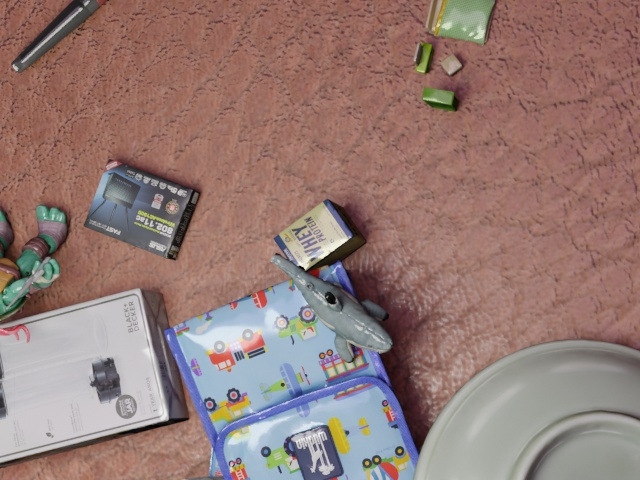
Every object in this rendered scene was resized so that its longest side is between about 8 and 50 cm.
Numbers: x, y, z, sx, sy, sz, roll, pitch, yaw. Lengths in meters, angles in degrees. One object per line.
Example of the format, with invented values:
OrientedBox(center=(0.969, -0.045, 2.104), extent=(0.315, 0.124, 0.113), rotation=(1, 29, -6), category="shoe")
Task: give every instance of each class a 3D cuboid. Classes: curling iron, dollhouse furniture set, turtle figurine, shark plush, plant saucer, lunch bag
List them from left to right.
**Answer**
OrientedBox(center=(-0.392, 0.037, 1.937), extent=(0.175, 0.234, 0.118), rotation=(12, 119, 3), category="turtle figurine")
OrientedBox(center=(-0.295, -0.317, 2.047), extent=(0.068, 0.035, 0.274), rotation=(42, 94, 18), category="curling iron")
OrientedBox(center=(-0.021, 0.202, 1.874), extent=(0.221, 0.138, 0.293), rotation=(-22, 83, 2), category="lunch bag")
OrientedBox(center=(0.018, 0.063, 1.783), extent=(0.073, 0.067, 0.161), rotation=(-38, 88, -4), category="shark plush")
OrientedBox(center=(0.155, -0.234, 1.922), extent=(0.076, 0.058, 0.152), rotation=(13, 87, 13), category="dollhouse furniture set")
OrientedBox(center=(0.299, 0.298, 1.749), extent=(0.400, 0.100, 0.401), rotation=(1, 76, -5), category="plant saucer")

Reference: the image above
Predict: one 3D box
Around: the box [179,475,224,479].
OrientedBox(center=(-0.240, 0.360, 1.905), extent=(0.275, 0.113, 0.094), rotation=(-20, 77, 21), category="box")

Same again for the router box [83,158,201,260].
OrientedBox(center=(-0.221, -0.038, 1.999), extent=(0.122, 0.038, 0.092), rotation=(20, 90, 14), category="router box")

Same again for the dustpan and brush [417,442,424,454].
OrientedBox(center=(0.187, 0.233, 1.861), extent=(0.147, 0.060, 0.211), rotation=(20, 84, 44), category="dustpan and brush")

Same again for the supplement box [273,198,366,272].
OrientedBox(center=(0.000, 0.000, 1.921), extent=(0.083, 0.083, 0.056), rotation=(-37, 78, 7), category="supplement box")

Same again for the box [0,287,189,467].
OrientedBox(center=(-0.323, 0.174, 1.976), extent=(0.289, 0.087, 0.169), rotation=(-16, 81, 10), category="box")

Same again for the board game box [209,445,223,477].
OrientedBox(center=(-0.061, 0.357, 1.922), extent=(0.160, 0.039, 0.212), rotation=(5, 85, 13), category="board game box")
